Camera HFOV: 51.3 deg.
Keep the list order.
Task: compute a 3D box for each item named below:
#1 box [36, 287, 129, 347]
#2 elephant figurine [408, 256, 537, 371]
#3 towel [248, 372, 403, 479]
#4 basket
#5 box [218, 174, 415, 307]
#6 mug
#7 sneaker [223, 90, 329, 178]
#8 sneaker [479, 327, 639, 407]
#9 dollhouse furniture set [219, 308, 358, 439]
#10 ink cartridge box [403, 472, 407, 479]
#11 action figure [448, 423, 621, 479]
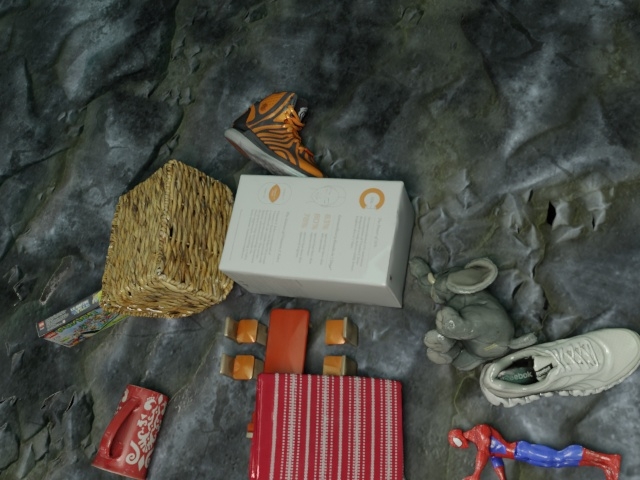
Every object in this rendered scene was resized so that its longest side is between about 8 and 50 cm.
[{"bbox_3d":[-0.508,0.166,1.484,0.207,0.114,0.036,-28,64,6],"label":"box"},{"bbox_3d":[0.273,0.108,1.251,0.186,0.169,0.239,21,46,-9],"label":"elephant figurine"},{"bbox_3d":[0.014,0.341,1.195,0.275,0.031,0.198,5,70,-11],"label":"towel"},{"bbox_3d":[-0.316,0.018,1.448,0.223,0.213,0.299,-27,52,36],"label":"basket"},{"bbox_3d":[0.000,0.000,1.364,0.346,0.168,0.214,5,71,19],"label":"box"},{"bbox_3d":[-0.376,0.386,1.349,0.113,0.150,0.169,22,69,-12],"label":"mug"},{"bbox_3d":[-0.064,-0.232,1.493,0.321,0.124,0.180,36,83,28],"label":"sneaker"},{"bbox_3d":[0.427,0.221,1.177,0.292,0.118,0.110,-19,64,8],"label":"sneaker"},{"bbox_3d":[-0.072,0.260,1.302,0.262,0.135,0.259,-2,69,16],"label":"dollhouse furniture set"},{"bbox_3d":[0.102,0.493,1.211,0.145,0.045,0.179,-27,62,6],"label":"ink cartridge box"},{"bbox_3d":[0.351,0.399,1.141,0.281,0.091,0.139,11,62,20],"label":"action figure"}]
